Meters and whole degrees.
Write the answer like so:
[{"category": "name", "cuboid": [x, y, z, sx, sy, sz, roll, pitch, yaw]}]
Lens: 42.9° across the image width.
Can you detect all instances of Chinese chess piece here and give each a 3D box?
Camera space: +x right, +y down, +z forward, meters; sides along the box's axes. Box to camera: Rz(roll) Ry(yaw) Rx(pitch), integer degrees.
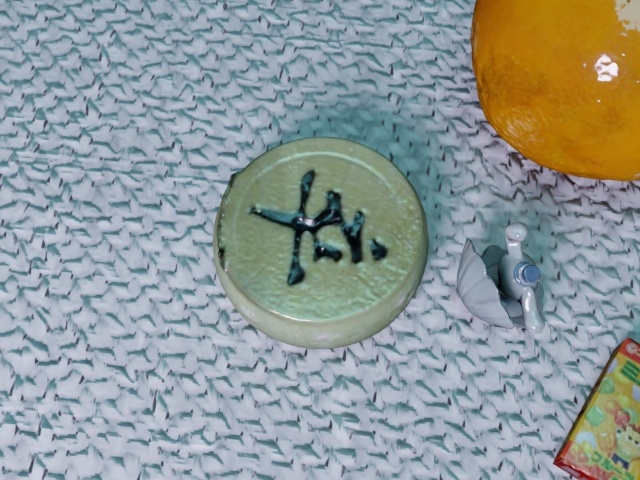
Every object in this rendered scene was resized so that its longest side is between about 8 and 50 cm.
[{"category": "Chinese chess piece", "cuboid": [0.000, 0.000, 0.709, 0.188, 0.083, 0.189, -1, 66, 2]}]

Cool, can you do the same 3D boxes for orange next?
[{"category": "orange", "cuboid": [0.258, -0.179, 0.693, 0.261, 0.261, 0.261, -1, 68, 1]}]

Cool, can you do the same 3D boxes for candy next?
[{"category": "candy", "cuboid": [0.247, 0.147, 0.666, 0.062, 0.038, 0.122, 31, 72, 13]}]

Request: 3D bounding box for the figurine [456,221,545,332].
[{"category": "figurine", "cuboid": [0.158, 0.037, 0.687, 0.082, 0.086, 0.094, -21, 69, -9]}]
